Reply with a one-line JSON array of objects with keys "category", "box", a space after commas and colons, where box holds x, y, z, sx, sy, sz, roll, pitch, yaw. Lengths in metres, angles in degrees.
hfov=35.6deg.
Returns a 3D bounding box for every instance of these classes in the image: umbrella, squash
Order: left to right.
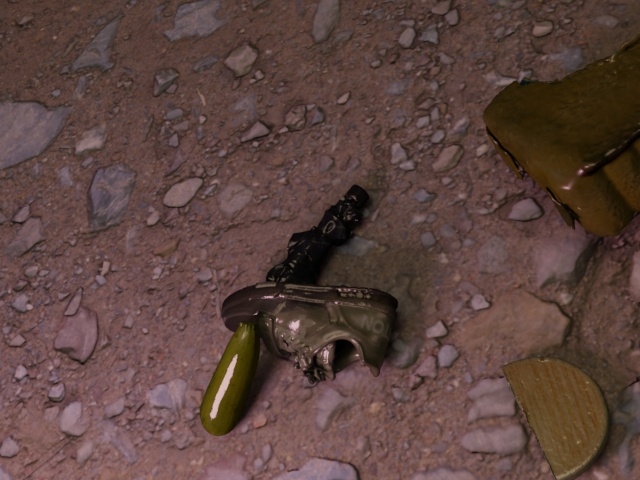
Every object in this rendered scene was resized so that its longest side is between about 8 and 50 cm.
[{"category": "squash", "box": [-0.138, 0.214, 1.547, 0.066, 0.066, 0.201, 32, 112, 35]}, {"category": "umbrella", "box": [-0.002, -0.001, 1.646, 0.224, 0.080, 0.071, -52, 20, -12]}]

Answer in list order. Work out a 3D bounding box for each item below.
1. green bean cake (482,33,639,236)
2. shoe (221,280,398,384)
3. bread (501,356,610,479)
[{"category": "green bean cake", "box": [0.428, -0.171, 1.453, 0.310, 0.202, 0.285, -38, 39, 7]}, {"category": "shoe", "box": [-0.028, 0.152, 1.540, 0.292, 0.109, 0.149, -4, 56, 19]}, {"category": "bread", "box": [0.336, 0.233, 1.371, 0.112, 0.036, 0.193, -26, 52, 5]}]
